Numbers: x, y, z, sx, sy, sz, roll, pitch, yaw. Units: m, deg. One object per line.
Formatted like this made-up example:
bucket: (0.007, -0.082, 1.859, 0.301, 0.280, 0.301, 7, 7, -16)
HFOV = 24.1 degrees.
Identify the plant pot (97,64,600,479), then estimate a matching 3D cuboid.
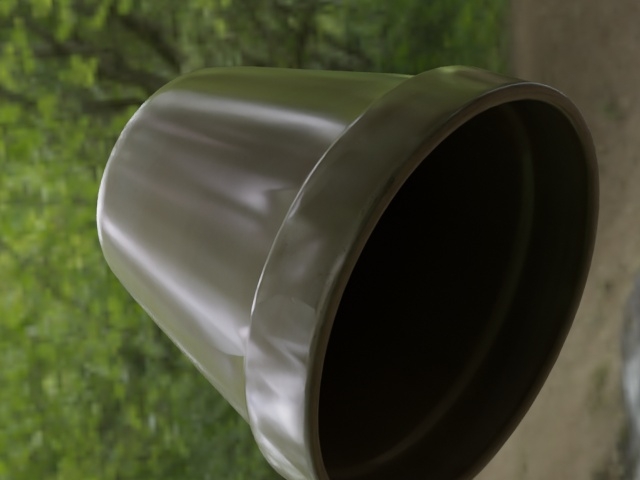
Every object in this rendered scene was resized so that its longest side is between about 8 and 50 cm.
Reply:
plant pot: (0.000, 0.000, 1.089, 0.323, 0.280, 0.323, -30, -47, -39)
